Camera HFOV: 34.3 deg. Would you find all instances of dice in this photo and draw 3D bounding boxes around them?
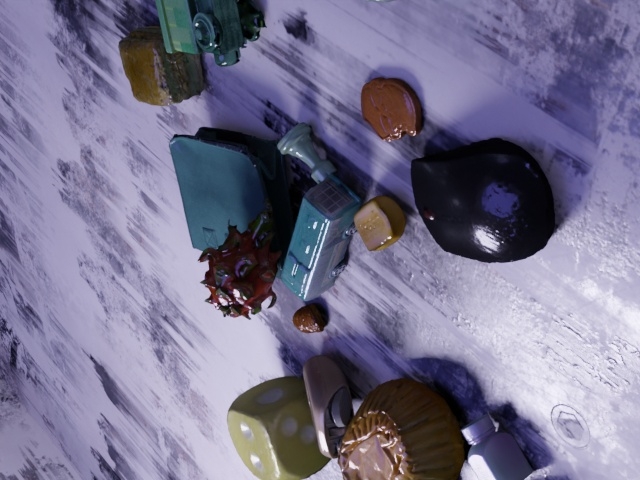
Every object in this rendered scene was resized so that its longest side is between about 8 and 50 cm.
[{"bbox_3d":[-0.077,0.389,2.136,0.169,0.166,0.169,5,117,54],"label":"dice"}]

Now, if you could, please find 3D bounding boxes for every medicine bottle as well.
[{"bbox_3d":[0.279,0.345,1.678,0.118,0.074,0.055,59,149,7],"label":"medicine bottle"}]

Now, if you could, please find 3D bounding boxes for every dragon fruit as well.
[{"bbox_3d":[-0.137,0.031,1.869,0.137,0.135,0.235,18,110,27],"label":"dragon fruit"}]

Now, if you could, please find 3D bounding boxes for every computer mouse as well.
[{"bbox_3d":[0.019,0.310,1.966,0.236,0.082,0.145,-113,14,-69],"label":"computer mouse"},{"bbox_3d":[0.213,-0.047,1.478,0.295,0.087,0.168,-4,112,59],"label":"computer mouse"}]

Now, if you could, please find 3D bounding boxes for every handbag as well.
[{"bbox_3d":[-0.155,-0.082,1.977,0.269,0.100,0.274,14,126,43],"label":"handbag"}]

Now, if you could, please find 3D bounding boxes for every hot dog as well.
[{"bbox_3d":[-0.020,0.154,2.008,0.083,0.035,0.058,-14,101,57],"label":"hot dog"}]

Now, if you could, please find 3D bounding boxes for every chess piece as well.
[{"bbox_3d":[-0.019,-0.144,1.772,0.103,0.067,0.067,49,147,5],"label":"chess piece"}]

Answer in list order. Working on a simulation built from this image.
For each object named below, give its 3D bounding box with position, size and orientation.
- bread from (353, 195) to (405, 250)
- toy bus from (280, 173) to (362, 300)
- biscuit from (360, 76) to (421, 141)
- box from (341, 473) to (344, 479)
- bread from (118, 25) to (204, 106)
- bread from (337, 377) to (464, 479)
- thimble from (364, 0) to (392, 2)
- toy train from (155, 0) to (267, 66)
[{"bbox_3d":[0.103,-0.031,1.680,0.082,0.056,0.115,62,153,9],"label":"bread"},{"bbox_3d":[0.000,0.000,1.808,0.091,0.109,0.261,42,144,21],"label":"toy bus"},{"bbox_3d":[0.105,-0.200,1.588,0.130,0.019,0.102,5,116,55],"label":"biscuit"},{"bbox_3d":[0.148,0.478,1.993,0.311,0.043,0.172,14,123,50],"label":"box"},{"bbox_3d":[-0.316,-0.340,2.019,0.196,0.102,0.138,20,126,49],"label":"bread"},{"bbox_3d":[0.140,0.357,1.806,0.240,0.139,0.239,8,100,47],"label":"bread"},{"bbox_3d":[0.094,-0.419,1.328,0.185,0.149,0.210,24,131,49],"label":"thimble"},{"bbox_3d":[-0.205,-0.449,1.761,0.202,0.120,0.300,22,129,50],"label":"toy train"}]
